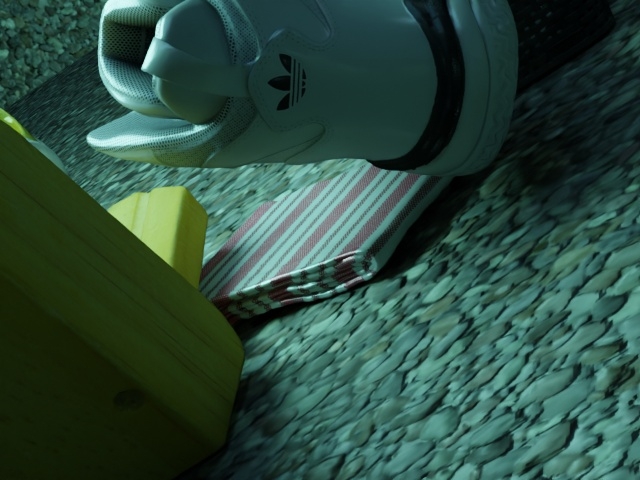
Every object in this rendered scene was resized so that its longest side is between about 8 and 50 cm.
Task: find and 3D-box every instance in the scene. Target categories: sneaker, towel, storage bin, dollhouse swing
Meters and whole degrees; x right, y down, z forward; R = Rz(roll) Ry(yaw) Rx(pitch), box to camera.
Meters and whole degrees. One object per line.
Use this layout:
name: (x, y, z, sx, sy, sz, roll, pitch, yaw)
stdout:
sneaker: (-0.040, -0.125, 1.080, 0.210, 0.137, 0.366, 2, 13, -18)
towel: (0.000, 0.000, 1.103, 0.197, 0.029, 0.144, -19, 22, 42)
storage bin: (0.122, -0.164, 1.232, 0.122, 0.084, 0.180, -32, 15, 14)
dollhouse swing: (-0.255, 0.046, 1.016, 0.347, 0.315, 0.305, -31, 40, 18)

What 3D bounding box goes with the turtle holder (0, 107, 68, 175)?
turtle holder: (-0.308, -0.030, 1.403, 0.227, 0.243, 0.320, -6, 65, 26)
